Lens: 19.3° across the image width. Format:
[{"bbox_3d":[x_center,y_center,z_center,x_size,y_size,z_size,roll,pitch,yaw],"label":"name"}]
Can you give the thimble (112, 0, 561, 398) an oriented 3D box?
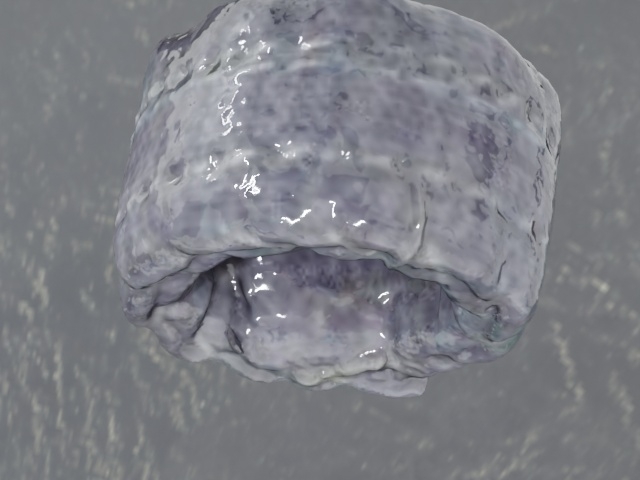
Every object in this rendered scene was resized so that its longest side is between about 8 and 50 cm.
[{"bbox_3d":[0.005,-0.013,0.646,0.150,0.150,0.098,10,64,-8],"label":"thimble"}]
